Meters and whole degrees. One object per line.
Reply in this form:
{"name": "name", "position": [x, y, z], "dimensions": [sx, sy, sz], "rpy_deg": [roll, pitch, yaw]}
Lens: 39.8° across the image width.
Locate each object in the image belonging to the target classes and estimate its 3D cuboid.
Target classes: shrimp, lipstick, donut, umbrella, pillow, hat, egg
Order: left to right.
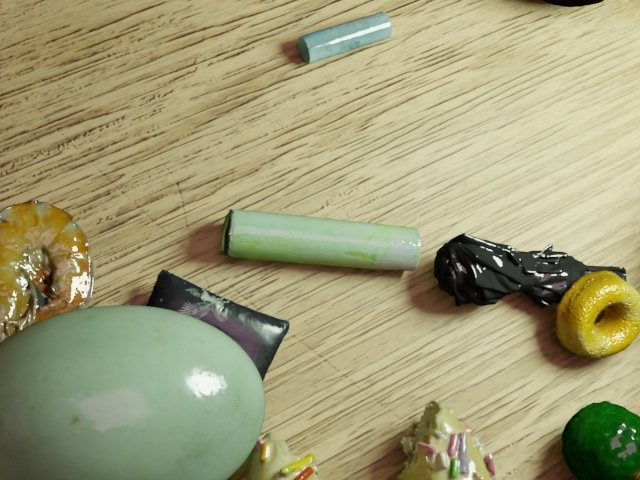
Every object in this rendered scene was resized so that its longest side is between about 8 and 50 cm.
{"name": "shrimp", "position": [-0.410, 0.093, 1.246], "dimensions": [0.164, 0.062, 0.317], "rpy_deg": [8, 70, -13]}
{"name": "egg", "position": [-0.262, 0.220, 1.124], "dimensions": [0.388, 0.276, 0.276], "rpy_deg": [-4, 75, -11]}
{"name": "pillow", "position": [-0.164, 0.140, 1.287], "dimensions": [0.208, 0.055, 0.141], "rpy_deg": [25, 76, -4]}
{"name": "lipstick", "position": [0.000, 0.000, 1.356], "dimensions": [0.304, 0.076, 0.076], "rpy_deg": [4, 73, -11]}
{"name": "lipstick", "position": [0.042, -0.340, 1.480], "dimensions": [0.157, 0.048, 0.048], "rpy_deg": [-21, 79, -18]}
{"name": "donut", "position": [0.072, 0.377, 1.194], "dimensions": [0.371, 0.150, 0.307], "rpy_deg": [-6, 60, -15]}
{"name": "umbrella", "position": [0.340, 0.051, 1.411], "dimensions": [0.340, 0.118, 0.118], "rpy_deg": [2, 73, -21]}
{"name": "donut", "position": [0.445, 0.120, 1.393], "dimensions": [0.151, 0.058, 0.152], "rpy_deg": [-6, 106, -23]}
{"name": "hat", "position": [0.558, 0.384, 1.297], "dimensions": [0.285, 0.285, 0.400], "rpy_deg": [-27, 62, -18]}

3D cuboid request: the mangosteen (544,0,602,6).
{"name": "mangosteen", "position": [0.431, -0.574, 1.522], "dimensions": [0.306, 0.306, 0.360], "rpy_deg": [-15, 46, -16]}
